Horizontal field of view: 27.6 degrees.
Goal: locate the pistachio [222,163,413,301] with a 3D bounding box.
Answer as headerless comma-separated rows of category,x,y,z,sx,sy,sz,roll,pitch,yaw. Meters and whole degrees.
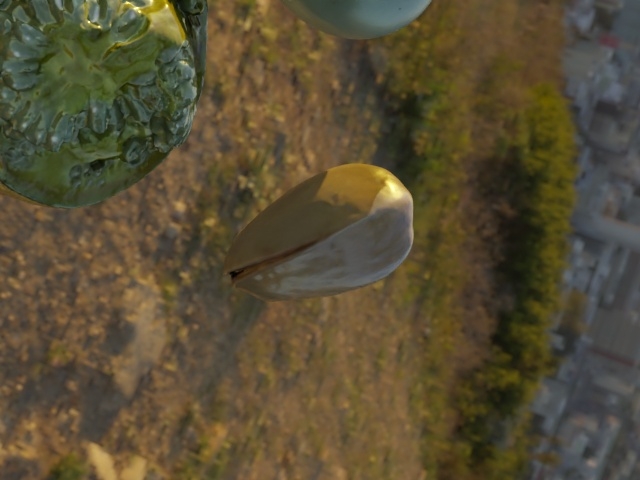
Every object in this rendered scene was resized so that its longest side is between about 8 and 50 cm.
pistachio,0.000,0.000,1.156,0.108,0.185,0.126,64,20,-6

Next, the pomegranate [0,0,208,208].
pomegranate,-0.241,-0.148,1.034,0.341,0.260,0.260,-16,128,-30

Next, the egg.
egg,0.022,-0.275,1.158,0.231,0.168,0.168,43,68,-54
